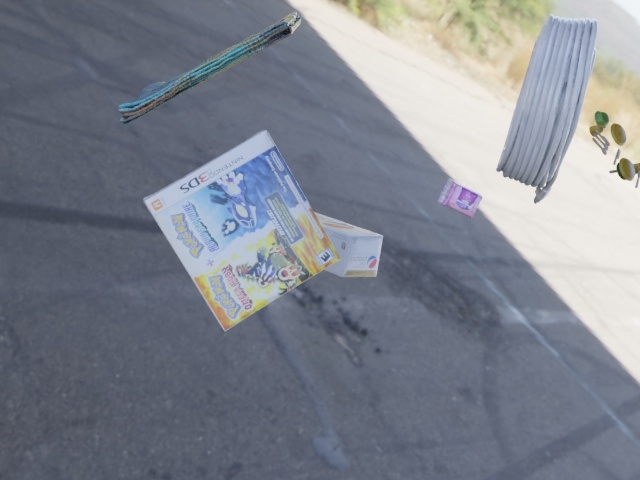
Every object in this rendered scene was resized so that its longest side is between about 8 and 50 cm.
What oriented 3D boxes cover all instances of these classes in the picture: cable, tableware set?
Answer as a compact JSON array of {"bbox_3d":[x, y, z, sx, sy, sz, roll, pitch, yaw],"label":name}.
[{"bbox_3d":[0.339,-0.207,1.255,0.089,0.257,0.257,16,-13,10],"label":"cable"},{"bbox_3d":[0.576,-0.178,1.638,0.154,0.024,0.104,41,55,-18],"label":"tableware set"}]

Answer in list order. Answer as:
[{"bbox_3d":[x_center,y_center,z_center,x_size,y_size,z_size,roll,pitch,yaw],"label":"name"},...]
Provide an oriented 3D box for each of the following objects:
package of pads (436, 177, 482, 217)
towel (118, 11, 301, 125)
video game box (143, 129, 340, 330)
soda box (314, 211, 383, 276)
[{"bbox_3d":[0.263,-0.080,1.591,0.083,0.050,0.032,21,10,-35],"label":"package of pads"},{"bbox_3d":[-0.213,-0.350,1.664,0.040,0.370,0.271,61,11,-16],"label":"towel"},{"bbox_3d":[-0.103,-0.014,1.118,0.205,0.187,0.048,59,-7,-11],"label":"video game box"},{"bbox_3d":[0.000,0.000,1.352,0.074,0.069,0.216,0,13,-39],"label":"soda box"}]
